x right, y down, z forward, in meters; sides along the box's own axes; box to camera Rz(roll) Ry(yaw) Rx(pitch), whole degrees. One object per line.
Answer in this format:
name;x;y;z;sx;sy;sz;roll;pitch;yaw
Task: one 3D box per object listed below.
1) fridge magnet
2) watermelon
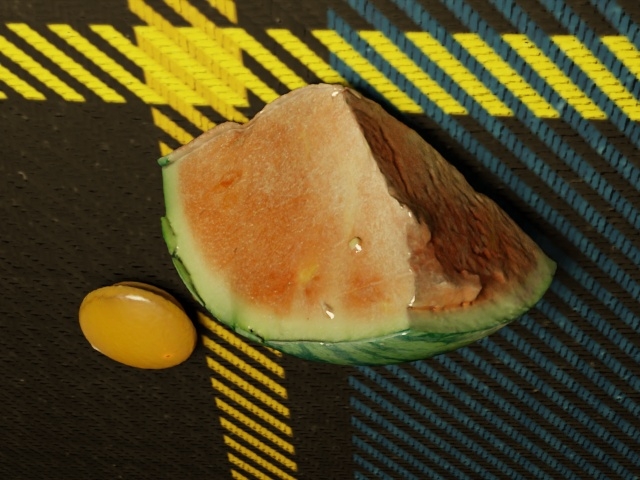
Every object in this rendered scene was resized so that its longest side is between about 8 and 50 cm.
fridge magnet;-0.215;0.100;1.067;0.143;0.063;0.143;7;134;7
watermelon;0.006;0.030;0.835;0.292;0.222;0.319;-30;114;34
